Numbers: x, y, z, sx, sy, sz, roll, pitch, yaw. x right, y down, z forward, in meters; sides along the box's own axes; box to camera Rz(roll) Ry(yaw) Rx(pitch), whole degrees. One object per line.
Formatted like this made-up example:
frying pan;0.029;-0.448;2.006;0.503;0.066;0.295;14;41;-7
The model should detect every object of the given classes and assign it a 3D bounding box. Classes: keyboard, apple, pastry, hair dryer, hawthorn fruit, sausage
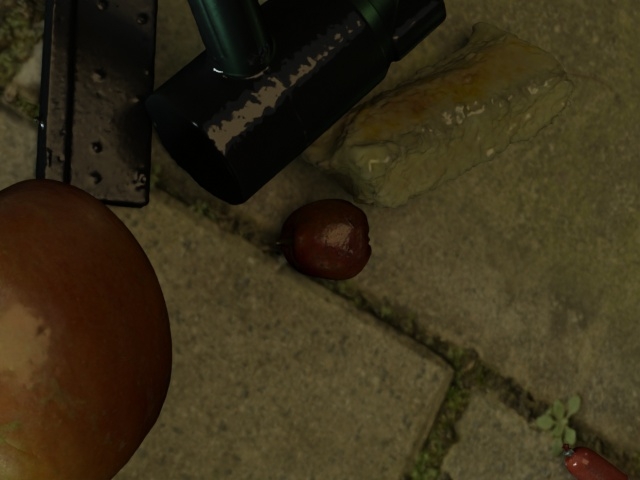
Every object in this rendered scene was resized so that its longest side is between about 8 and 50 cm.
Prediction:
keyboard;-0.179;-0.183;1.206;0.101;0.018;0.309;5;83;-27
apple;-0.217;0.084;1.044;0.253;0.253;0.253;3;84;-26
pastry;0.101;-0.102;1.281;0.258;0.121;0.089;-34;123;-28
hair dryer;-0.034;-0.200;1.137;0.244;0.116;0.302;-44;148;-18
hawthorn fruit;0.005;0.000;1.255;0.077;0.077;0.077;3;84;-26
sausage;0.315;0.263;1.403;0.253;0.034;0.034;38;70;-18
